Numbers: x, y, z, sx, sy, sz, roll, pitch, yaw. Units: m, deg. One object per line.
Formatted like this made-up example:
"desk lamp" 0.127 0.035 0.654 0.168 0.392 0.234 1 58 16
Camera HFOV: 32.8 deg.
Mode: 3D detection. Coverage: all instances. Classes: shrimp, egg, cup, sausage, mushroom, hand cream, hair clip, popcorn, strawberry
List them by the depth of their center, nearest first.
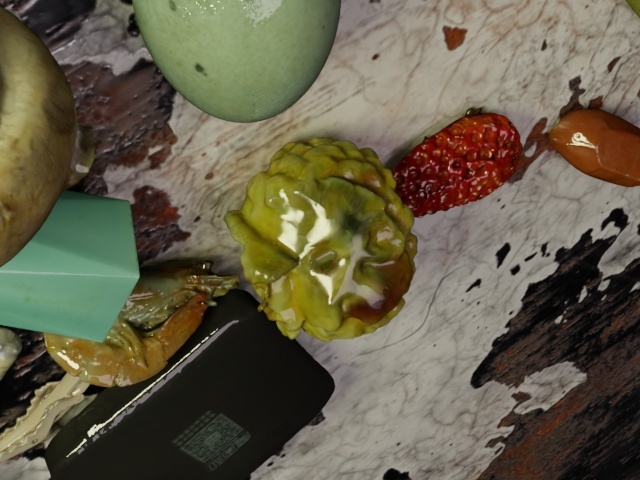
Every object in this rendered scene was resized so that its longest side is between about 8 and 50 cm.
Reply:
"mushroom" -0.283 -0.083 0.752 0.255 0.255 0.184 -15 146 -30
"egg" -0.067 -0.202 0.877 0.169 0.169 0.236 -25 141 -21
"cup" -0.292 0.008 0.923 0.236 0.134 0.148 11 115 -41
"hand cream" -0.345 0.143 1.073 0.061 0.039 0.143 15 120 -49
"shrimp" -0.174 0.079 1.100 0.217 0.115 0.051 -19 171 -32
"popcorn" 0.001 0.002 1.134 0.189 0.169 0.218 -29 104 -7
"hair clip" -0.276 0.169 1.155 0.226 0.034 0.072 -47 142 6
"strawberry" 0.159 -0.073 1.265 0.188 0.082 0.121 -31 143 -18
"sausage" 0.374 -0.118 1.401 0.179 0.089 0.089 12 118 -35

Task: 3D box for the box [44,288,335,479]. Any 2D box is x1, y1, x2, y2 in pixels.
"box" -0.142 0.204 1.257 0.290 0.073 0.289 -41 146 -1

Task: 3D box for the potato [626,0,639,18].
"potato" 0.465 -0.289 1.281 0.298 0.141 0.176 2 112 -33
